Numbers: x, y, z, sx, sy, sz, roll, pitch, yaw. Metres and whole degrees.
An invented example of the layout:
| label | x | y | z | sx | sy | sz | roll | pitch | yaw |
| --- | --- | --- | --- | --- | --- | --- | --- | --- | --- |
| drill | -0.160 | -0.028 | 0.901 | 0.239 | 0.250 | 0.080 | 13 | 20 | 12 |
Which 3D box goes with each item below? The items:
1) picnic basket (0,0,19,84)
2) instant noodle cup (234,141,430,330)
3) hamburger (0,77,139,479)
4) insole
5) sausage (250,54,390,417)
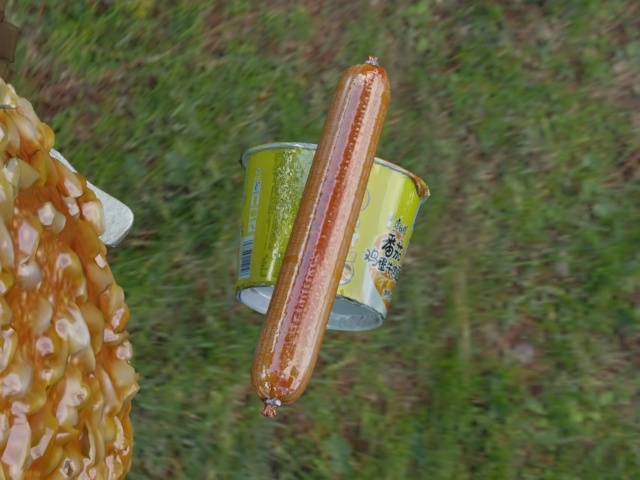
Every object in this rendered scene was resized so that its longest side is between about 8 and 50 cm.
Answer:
| label | x | y | z | sx | sy | sz | roll | pitch | yaw |
| --- | --- | --- | --- | --- | --- | --- | --- | --- | --- |
| picnic basket | -0.390 | -0.201 | 1.479 | 0.291 | 0.254 | 0.321 | 3 | 43 | 13 |
| instant noodle cup | 0.000 | 0.000 | 1.895 | 0.205 | 0.205 | 0.153 | 16 | 72 | -13 |
| hamburger | -0.207 | 0.081 | 0.570 | 0.250 | 0.330 | 0.330 | 10 | 83 | 15 |
| insole | -0.258 | -0.050 | 1.821 | 0.192 | 0.010 | 0.063 | 32 | 79 | 31 |
| sausage | 0.002 | -0.008 | 1.584 | 0.053 | 0.053 | 0.347 | 22 | 68 | -12 |
